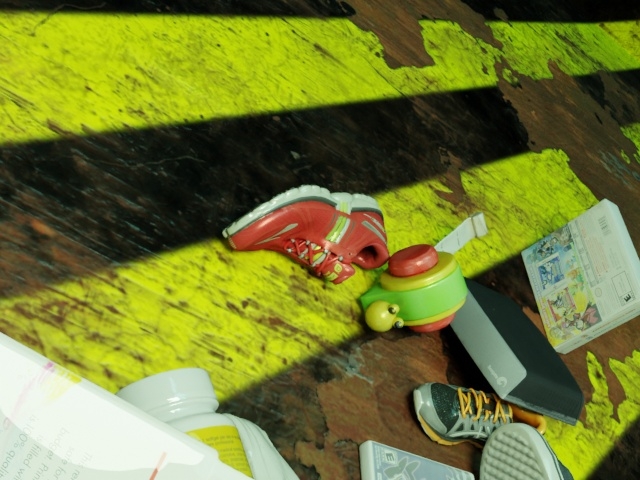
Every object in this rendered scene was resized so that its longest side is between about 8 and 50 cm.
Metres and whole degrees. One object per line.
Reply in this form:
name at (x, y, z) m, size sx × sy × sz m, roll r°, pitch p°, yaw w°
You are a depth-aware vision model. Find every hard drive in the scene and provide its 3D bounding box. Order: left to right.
hard drive at (0.268, 0.146, 1.238) m, size 0.172 × 0.054 × 0.254 m, roll 24°, pitch 22°, yaw -31°

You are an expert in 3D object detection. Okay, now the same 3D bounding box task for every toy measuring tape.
toy measuring tape at (0.180, 0.039, 1.207) m, size 0.330 × 0.121 × 0.121 m, roll -33°, pitch 85°, yaw -41°

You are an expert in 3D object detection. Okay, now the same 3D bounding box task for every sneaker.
sneaker at (-0.043, 0.270, 0.852) m, size 0.094 × 0.080 × 0.212 m, roll 26°, pitch 34°, yaw -52°
sneaker at (0.000, 0.000, 1.112) m, size 0.279 × 0.107 × 0.118 m, roll -2°, pitch 68°, yaw -46°
sneaker at (0.213, 0.232, 1.150) m, size 0.215 × 0.083 × 0.084 m, roll 23°, pitch 46°, yaw -31°
sneaker at (0.295, 0.388, 1.070) m, size 0.127 × 0.126 × 0.321 m, roll 6°, pitch 66°, yaw -38°

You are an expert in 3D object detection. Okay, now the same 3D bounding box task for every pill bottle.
pill bottle at (-0.118, 0.229, 0.773) m, size 0.119 × 0.119 × 0.208 m, roll 3°, pitch 58°, yaw -45°

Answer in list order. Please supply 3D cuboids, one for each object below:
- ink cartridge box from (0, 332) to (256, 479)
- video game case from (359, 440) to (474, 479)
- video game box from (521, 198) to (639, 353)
ink cartridge box at (-0.219, 0.196, 0.617) m, size 0.353 × 0.119 × 0.207 m, roll 34°, pitch 68°, yaw -16°
video game case at (0.126, 0.350, 1.006) m, size 0.183 × 0.023 × 0.201 m, roll 25°, pitch 43°, yaw -31°
video game box at (0.448, 0.062, 1.456) m, size 0.048 × 0.187 × 0.205 m, roll 23°, pitch 45°, yaw -37°
